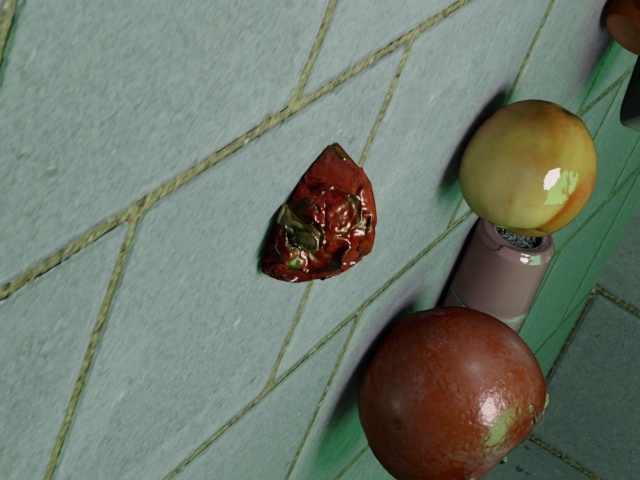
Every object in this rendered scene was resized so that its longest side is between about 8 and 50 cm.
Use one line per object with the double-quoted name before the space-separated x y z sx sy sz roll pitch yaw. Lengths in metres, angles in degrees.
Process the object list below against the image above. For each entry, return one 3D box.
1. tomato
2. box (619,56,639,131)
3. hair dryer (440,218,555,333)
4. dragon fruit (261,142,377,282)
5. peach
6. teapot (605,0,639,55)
"tomato" 0.176 0.213 2.394 0.265 0.265 0.265 -52 164 -21
"box" 0.581 -0.347 2.523 0.367 0.090 0.373 163 -52 -73
"hair dryer" 0.301 0.009 2.680 0.352 0.125 0.210 -55 168 -53
"dragon fruit" 0.000 0.000 1.702 0.106 0.083 0.162 -37 157 -48
"peach" 0.267 -0.094 2.204 0.184 0.184 0.184 -52 164 -21
"teapot" 0.478 -0.335 2.500 0.116 0.116 0.173 -53 166 -17
